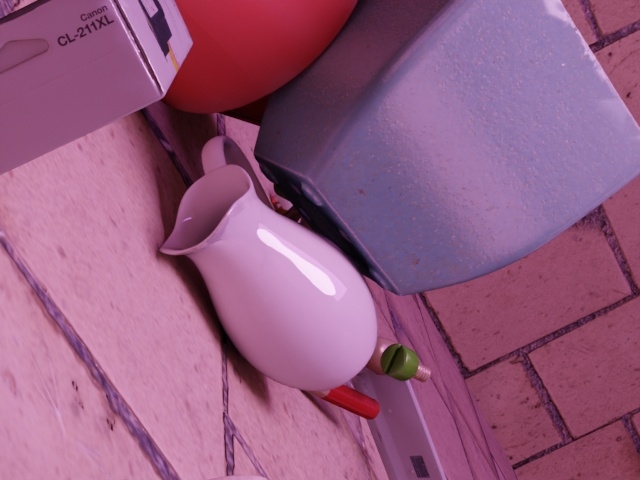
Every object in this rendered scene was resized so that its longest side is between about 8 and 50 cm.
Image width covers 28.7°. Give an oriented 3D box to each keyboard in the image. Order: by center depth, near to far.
[{"bbox_3d":[0.104,0.253,1.399,0.014,0.072,0.256,-41,114,-54],"label":"keyboard"}]

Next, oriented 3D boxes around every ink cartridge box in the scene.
[{"bbox_3d":[-0.153,-0.106,0.734,0.175,0.127,0.072,-91,156,-72],"label":"ink cartridge box"}]

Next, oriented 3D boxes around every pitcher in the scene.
[{"bbox_3d":[-0.040,0.018,1.081,0.207,0.125,0.178,49,26,-30],"label":"pitcher"}]

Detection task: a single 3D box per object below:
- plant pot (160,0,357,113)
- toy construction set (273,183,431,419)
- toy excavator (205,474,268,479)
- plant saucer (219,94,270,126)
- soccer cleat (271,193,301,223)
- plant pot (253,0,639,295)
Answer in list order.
[{"bbox_3d":[-0.128,-0.286,1.099,0.243,0.275,0.275,40,22,-47],"label":"plant pot"},{"bbox_3d":[0.004,0.009,1.312,0.237,0.257,0.309,29,54,-45],"label":"toy construction set"},{"bbox_3d":[0.088,0.238,0.710,0.445,0.433,0.222,98,-22,-48],"label":"toy excavator"},{"bbox_3d":[-0.067,-0.174,1.391,0.259,0.048,0.258,20,-9,21],"label":"plant saucer"},{"bbox_3d":[0.000,0.000,1.624,0.196,0.076,0.068,67,8,26],"label":"soccer cleat"},{"bbox_3d":[0.091,-0.095,1.123,0.247,0.252,0.248,50,-9,-25],"label":"plant pot"}]
